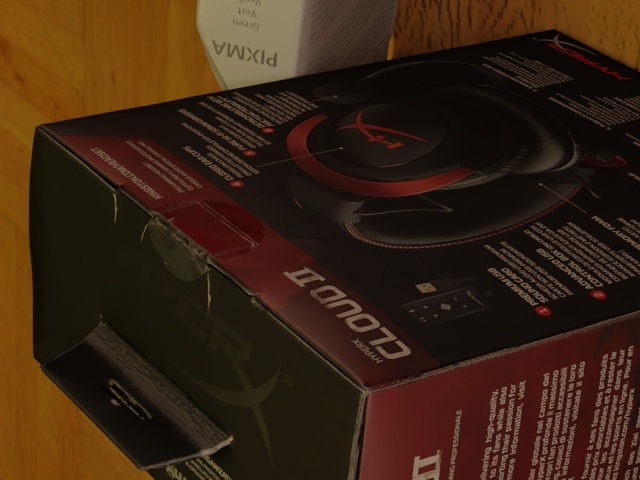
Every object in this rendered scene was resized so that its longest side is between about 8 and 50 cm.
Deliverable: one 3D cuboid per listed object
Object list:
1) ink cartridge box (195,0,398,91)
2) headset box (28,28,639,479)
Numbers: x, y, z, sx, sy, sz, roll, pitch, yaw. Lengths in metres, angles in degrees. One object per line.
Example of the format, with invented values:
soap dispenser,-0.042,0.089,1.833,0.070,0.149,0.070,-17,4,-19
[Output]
ink cartridge box,-0.007,-0.099,0.826,0.056,0.181,0.225,16,121,11
headset box,0.042,0.022,0.681,0.218,0.293,0.110,36,130,45
